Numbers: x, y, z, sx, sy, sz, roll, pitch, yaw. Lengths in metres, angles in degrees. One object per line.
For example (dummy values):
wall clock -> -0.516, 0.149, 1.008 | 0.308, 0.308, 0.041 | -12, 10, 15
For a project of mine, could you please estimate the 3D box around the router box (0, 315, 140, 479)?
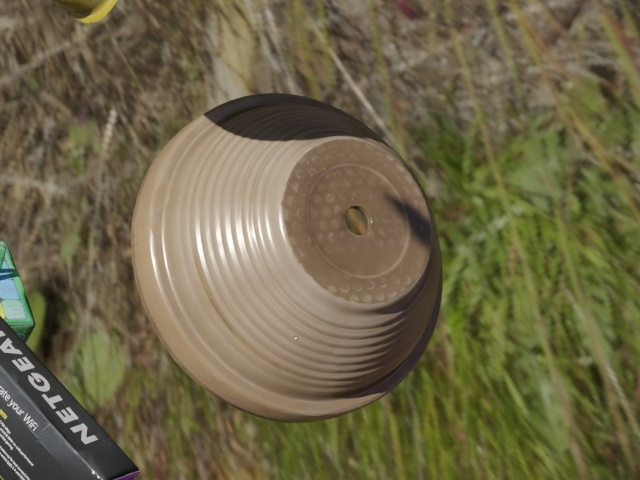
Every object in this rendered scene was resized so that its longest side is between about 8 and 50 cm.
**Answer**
router box -> -0.222, 0.136, 1.077 | 0.179, 0.046, 0.133 | 46, 111, 14

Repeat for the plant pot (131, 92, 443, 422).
plant pot -> 0.000, 0.000, 1.125 | 0.237, 0.109, 0.237 | 10, 69, -28

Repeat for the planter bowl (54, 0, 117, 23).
planter bowl -> -0.164, -0.234, 0.921 | 0.090, 0.217, 0.217 | 1, 109, -26

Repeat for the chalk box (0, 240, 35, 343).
chalk box -> -0.425, 0.086, 1.915 | 0.132, 0.132, 0.213 | 0, 140, -34
